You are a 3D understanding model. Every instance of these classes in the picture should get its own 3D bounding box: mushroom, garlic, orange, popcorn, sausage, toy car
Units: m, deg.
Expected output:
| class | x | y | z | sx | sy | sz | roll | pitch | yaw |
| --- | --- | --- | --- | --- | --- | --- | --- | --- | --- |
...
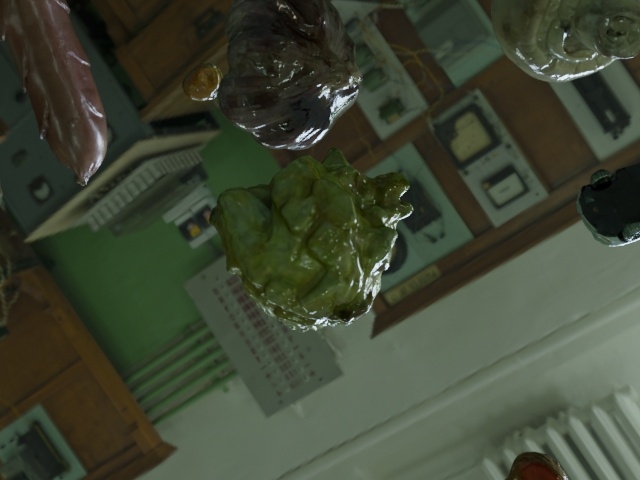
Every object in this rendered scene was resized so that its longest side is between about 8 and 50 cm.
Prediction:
| class | x | y | z | sx | sy | sz | roll | pitch | yaw |
| --- | --- | --- | --- | --- | --- | --- | --- | --- | --- |
| mushroom | 0.360 | -0.323 | 1.005 | 0.254 | 0.234 | 0.260 | -32 | 138 | 10 |
| garlic | -0.032 | -0.240 | 1.049 | 0.161 | 0.244 | 0.245 | 9 | -149 | 40 |
| orange | -0.220 | -0.295 | 1.430 | 0.086 | 0.062 | 0.086 | -36 | 178 | -1 |
| popcorn | -0.001 | -0.001 | 0.749 | 0.187 | 0.167 | 0.185 | -25 | -179 | 45 |
| sausage | -0.327 | -0.264 | 0.834 | 0.088 | 0.433 | 0.088 | -13 | -156 | 6 |
| toy car | 0.413 | -0.056 | 0.912 | 0.205 | 0.095 | 0.056 | -18 | 148 | -4 |

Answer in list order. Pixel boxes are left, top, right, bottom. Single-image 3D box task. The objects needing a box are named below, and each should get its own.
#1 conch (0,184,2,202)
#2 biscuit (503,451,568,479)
| class | x | y | z | sx | sy | sz | roll | pitch | yaw |
| --- | --- | --- | --- | --- | --- | --- | --- | --- | --- |
| conch | -0.481 | -0.076 | 0.943 | 0.159 | 0.210 | 0.291 | -47 | -168 | -10 |
| biscuit | 0.145 | 0.313 | 0.737 | 0.250 | 0.165 | 0.036 | -30 | 173 | 28 |
